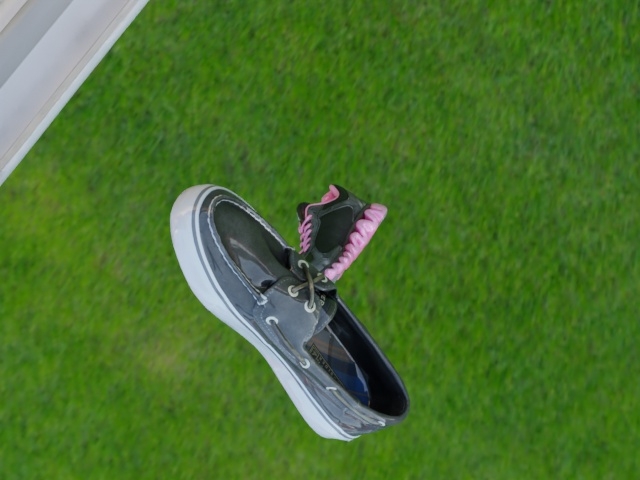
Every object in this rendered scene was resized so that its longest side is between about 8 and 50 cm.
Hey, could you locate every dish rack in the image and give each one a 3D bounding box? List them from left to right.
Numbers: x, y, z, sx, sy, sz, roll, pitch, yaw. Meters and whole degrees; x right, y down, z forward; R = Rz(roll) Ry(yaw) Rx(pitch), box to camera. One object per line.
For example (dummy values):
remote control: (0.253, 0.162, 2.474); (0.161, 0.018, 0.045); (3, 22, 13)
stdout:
dish rack: (-0.198, -0.080, 0.762); (0.072, 0.285, 0.333); (39, 159, -14)

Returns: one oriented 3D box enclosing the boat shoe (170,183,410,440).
boat shoe: (-0.009, 0.029, 0.565); (0.040, 0.049, 0.142); (-13, 125, 38)

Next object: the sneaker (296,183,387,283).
sneaker: (0.000, 0.000, 0.946); (0.057, 0.119, 0.047); (38, 132, 1)
